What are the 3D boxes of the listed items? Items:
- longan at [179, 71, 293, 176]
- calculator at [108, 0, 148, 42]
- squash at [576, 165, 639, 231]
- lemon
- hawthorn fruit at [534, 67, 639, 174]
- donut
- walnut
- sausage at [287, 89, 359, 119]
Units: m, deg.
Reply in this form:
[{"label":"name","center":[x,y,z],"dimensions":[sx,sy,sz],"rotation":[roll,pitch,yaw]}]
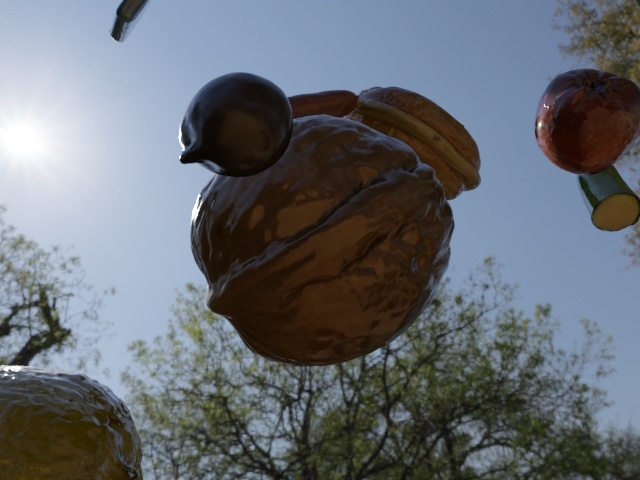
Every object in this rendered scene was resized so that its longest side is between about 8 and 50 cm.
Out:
[{"label":"longan","center":[-0.079,-0.101,0.516],"dimensions":[0.113,0.113,0.092],"rotation":[-17,-61,10]},{"label":"calculator","center":[-0.387,-0.480,1.181],"dimensions":[0.039,0.121,0.210],"rotation":[32,-12,-23]},{"label":"squash","center":[0.584,-0.106,1.181],"dimensions":[0.095,0.188,0.095],"rotation":[3,-53,4]},{"label":"lemon","center":[-0.342,0.266,0.612],"dimensions":[0.322,0.268,0.268],"rotation":[-12,-37,16]},{"label":"hawthorn fruit","center":[0.436,-0.190,0.941],"dimensions":[0.173,0.172,0.172],"rotation":[-6,-38,-4]},{"label":"donut","center":[0.241,-0.263,1.590],"dimensions":[0.449,0.449,0.198],"rotation":[33,-94,-41]},{"label":"walnut","center":[0.000,0.000,0.713],"dimensions":[0.333,0.332,0.332],"rotation":[-6,-38,-4]},{"label":"sausage","center":[-0.096,-0.301,1.375],"dimensions":[0.433,0.087,0.087],"rotation":[-17,-35,-16]}]
